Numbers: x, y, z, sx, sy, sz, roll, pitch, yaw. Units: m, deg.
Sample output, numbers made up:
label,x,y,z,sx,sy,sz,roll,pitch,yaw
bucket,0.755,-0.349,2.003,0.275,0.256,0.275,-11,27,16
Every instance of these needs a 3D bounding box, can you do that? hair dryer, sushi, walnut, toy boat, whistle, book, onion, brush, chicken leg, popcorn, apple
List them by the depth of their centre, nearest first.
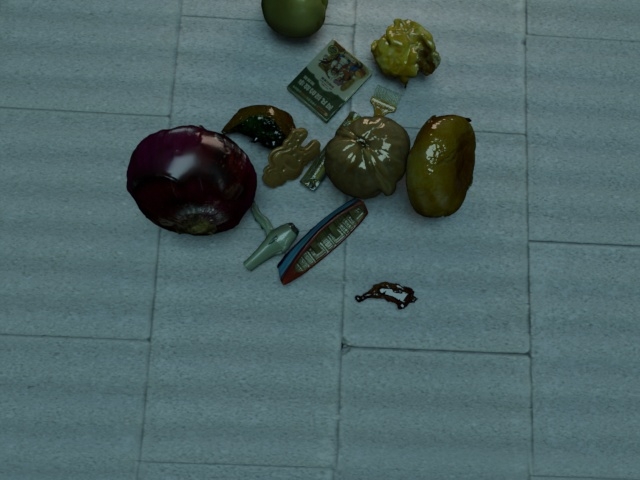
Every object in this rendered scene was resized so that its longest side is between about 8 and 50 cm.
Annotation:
label,x,y,z,sx,sy,sz,roll,pitch,yaw
onion,-0.403,-0.246,1.450,0.397,0.398,0.421,2,59,-2
walnut,0.164,-0.275,1.495,0.296,0.285,0.285,-39,85,5
toy boat,0.000,0.000,1.536,0.392,0.136,0.079,-41,52,-3
chicken leg,0.231,0.188,1.546,0.218,0.048,0.090,10,79,-1
hair dryer,-0.214,-0.003,1.552,0.224,0.088,0.219,31,86,15
sushi,-0.206,-0.397,1.558,0.286,0.149,0.140,8,86,-6
apple,-0.092,-0.859,1.576,0.262,0.262,0.263,0,82,-2
popcorn,0.311,-0.685,1.601,0.253,0.191,0.190,33,49,1
whistle,0.042,-0.322,1.602,0.067,0.057,0.327,35,83,2
brush,0.205,-0.441,1.646,0.103,0.013,0.273,24,83,2
book,0.035,-0.595,1.653,0.202,0.027,0.264,42,83,3

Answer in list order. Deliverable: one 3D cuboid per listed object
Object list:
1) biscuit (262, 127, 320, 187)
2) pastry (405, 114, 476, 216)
label,x,y,z,sx,sy,sz,roll,pitch,yaw
biscuit,-0.110,-0.283,1.559,0.236,0.040,0.144,-47,124,7
pastry,0.404,-0.246,1.474,0.163,0.356,0.356,17,81,31
